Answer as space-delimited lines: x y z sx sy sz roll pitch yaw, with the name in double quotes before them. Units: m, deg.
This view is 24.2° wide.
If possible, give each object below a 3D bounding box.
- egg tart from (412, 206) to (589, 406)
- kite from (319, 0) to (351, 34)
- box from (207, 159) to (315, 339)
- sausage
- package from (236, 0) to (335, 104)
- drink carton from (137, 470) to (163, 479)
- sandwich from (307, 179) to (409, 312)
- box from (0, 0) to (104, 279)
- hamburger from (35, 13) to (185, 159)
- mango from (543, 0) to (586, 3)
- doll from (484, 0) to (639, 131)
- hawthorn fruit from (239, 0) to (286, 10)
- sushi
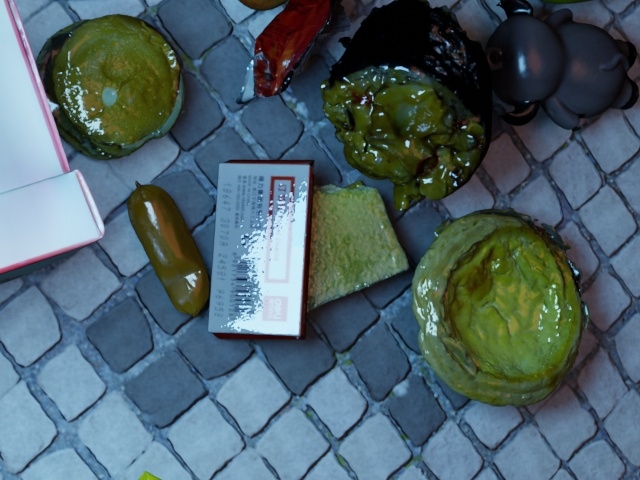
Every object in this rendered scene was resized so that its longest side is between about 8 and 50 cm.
"egg tart" 0.232 0.091 2.003 0.279 0.095 0.279 6 76 -26
"kite" 0.023 -0.311 1.947 0.156 0.139 0.011 -38 132 14
"box" -0.072 0.008 1.860 0.123 0.050 0.229 1 82 11
"sausage" -0.185 0.008 1.839 0.062 0.054 0.183 -26 97 11
"package" -0.017 -0.284 1.883 0.071 0.194 0.269 32 83 -24
"drink carton" -0.247 0.447 1.677 0.351 0.111 0.154 -51 149 -25
"sandwich" 0.000 0.000 1.925 0.193 0.058 0.162 -24 92 -23
"box" -0.455 -0.073 1.581 0.314 0.312 0.300 -19 92 -24
"hamburger" -0.252 -0.180 1.806 0.185 0.113 0.177 18 71 -30
"mango" 0.341 -0.421 2.077 0.273 0.149 0.185 -7 62 -38
"doll" 0.327 -0.242 2.069 0.257 0.117 0.182 -1 82 -26
"hawthorn fruit" -0.074 -0.358 1.902 0.128 0.128 0.128 3 83 -24
"sushi" 0.108 -0.170 1.897 0.213 0.200 0.204 31 57 -20
